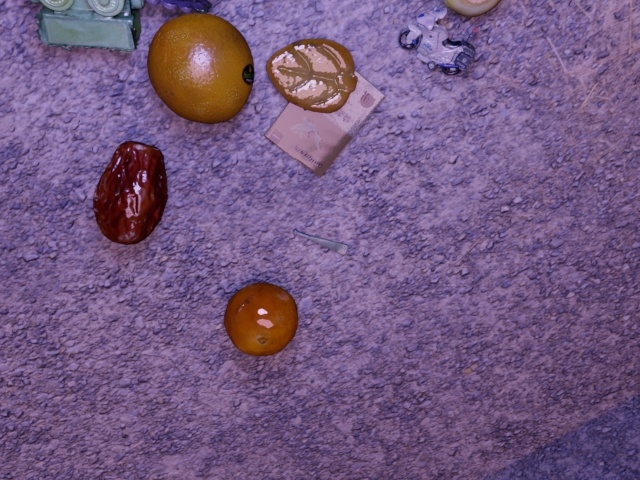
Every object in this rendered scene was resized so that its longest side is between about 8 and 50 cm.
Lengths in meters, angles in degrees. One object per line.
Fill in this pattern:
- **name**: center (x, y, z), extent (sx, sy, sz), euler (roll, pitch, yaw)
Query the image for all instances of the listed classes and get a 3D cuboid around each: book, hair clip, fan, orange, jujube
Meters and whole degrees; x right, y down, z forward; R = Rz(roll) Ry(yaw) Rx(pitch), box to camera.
- **book**: center (0.012, -0.367, 1.581), extent (0.217, 0.021, 0.310), euler (34, 105, -20)
- **hair clip**: center (-0.360, -0.614, 1.341), extent (0.195, 0.124, 0.052), euler (-5, 144, -43)
- **fan**: center (0.000, 0.000, 1.748), extent (0.193, 0.016, 0.038), euler (21, 107, -17)
- **orange**: center (-0.301, -0.433, 1.379), extent (0.274, 0.274, 0.274), euler (-3, 114, -6)
- **jujube**: center (-0.534, -0.133, 1.528), extent (0.197, 0.197, 0.290), euler (13, 97, -13)
- **orange**: center (-0.188, 0.250, 1.727), extent (0.240, 0.240, 0.240), euler (-3, 114, -6)

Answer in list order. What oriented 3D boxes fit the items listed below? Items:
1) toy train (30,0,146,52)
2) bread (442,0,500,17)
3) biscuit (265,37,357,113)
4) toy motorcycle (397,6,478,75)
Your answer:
- **toy train**: center (-0.568, -0.575, 1.330), extent (0.272, 0.159, 0.188), euler (0, 131, -9)
- **bread**: center (0.398, -0.707, 1.432), extent (0.213, 0.104, 0.213), euler (0, 121, 1)
- **biscuit**: center (-0.023, -0.459, 1.502), extent (0.260, 0.041, 0.203), euler (9, 112, -13)
- **toy motorcycle**: center (0.338, -0.556, 1.503), extent (0.221, 0.102, 0.150), euler (25, 129, -15)
